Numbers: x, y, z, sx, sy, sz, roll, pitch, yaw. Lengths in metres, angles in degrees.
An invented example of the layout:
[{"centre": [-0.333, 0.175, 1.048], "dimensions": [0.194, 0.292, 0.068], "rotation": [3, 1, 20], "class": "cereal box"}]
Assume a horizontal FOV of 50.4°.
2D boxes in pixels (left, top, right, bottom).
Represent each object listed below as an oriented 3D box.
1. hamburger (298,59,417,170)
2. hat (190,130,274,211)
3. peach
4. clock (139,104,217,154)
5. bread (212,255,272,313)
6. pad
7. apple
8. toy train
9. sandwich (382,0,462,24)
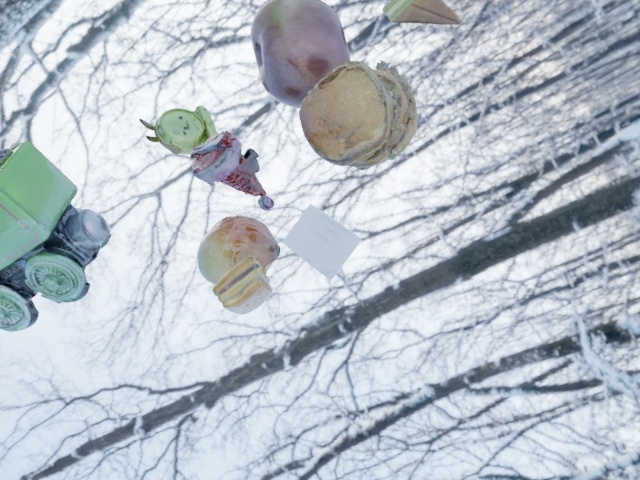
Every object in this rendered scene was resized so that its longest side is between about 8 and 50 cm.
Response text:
[{"centre": [0.100, -0.287, 1.541], "dimensions": [0.211, 0.245, 0.260], "rotation": [8, -80, -58], "class": "hamburger"}, {"centre": [-0.172, -0.145, 1.487], "dimensions": [0.227, 0.140, 0.128], "rotation": [41, -144, -34], "class": "hat"}, {"centre": [-0.211, 0.035, 1.838], "dimensions": [0.232, 0.233, 0.232], "rotation": [39, -144, -36], "class": "peach"}, {"centre": [-0.452, -0.350, 2.162], "dimensions": [0.232, 0.069, 0.170], "rotation": [-9, -121, -28], "class": "clock"}, {"centre": [-0.162, 0.103, 1.481], "dimensions": [0.077, 0.116, 0.200], "rotation": [54, 177, 12], "class": "bread"}, {"centre": [0.000, 0.000, 2.032], "dimensions": [0.232, 0.156, 0.004], "rotation": [37, 180, 33], "class": "pad"}, {"centre": [-0.057, -0.505, 1.830], "dimensions": [0.306, 0.235, 0.305], "rotation": [167, 90, -76], "class": "apple"}, {"centre": [-0.517, 0.004, 1.135], "dimensions": [0.249, 0.307, 0.173], "rotation": [48, -153, -29], "class": "toy train"}, {"centre": [0.309, -0.677, 2.048], "dimensions": [0.187, 0.144, 0.117], "rotation": [30, -152, -33], "class": "sandwich"}]
